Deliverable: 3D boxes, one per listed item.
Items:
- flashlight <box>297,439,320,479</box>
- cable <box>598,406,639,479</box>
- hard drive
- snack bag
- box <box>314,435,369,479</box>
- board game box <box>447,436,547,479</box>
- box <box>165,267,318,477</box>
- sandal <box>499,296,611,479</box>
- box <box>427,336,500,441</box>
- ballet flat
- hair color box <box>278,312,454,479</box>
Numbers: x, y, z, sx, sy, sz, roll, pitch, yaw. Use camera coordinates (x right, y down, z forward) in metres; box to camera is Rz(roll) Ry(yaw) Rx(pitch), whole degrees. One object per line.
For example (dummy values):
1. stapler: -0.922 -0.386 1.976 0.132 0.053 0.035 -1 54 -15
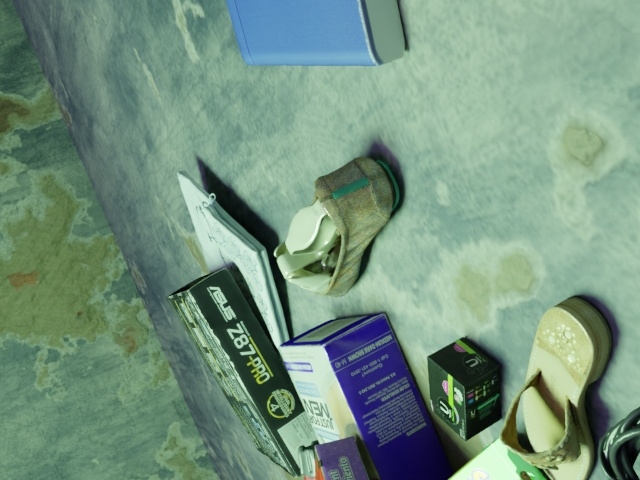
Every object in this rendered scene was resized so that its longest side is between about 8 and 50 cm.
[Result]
1. flashlight: 0.036 0.492 1.246 0.103 0.103 0.303 -16 83 34
2. cable: 0.292 0.205 0.555 0.184 0.047 0.150 33 146 50
3. hard drive: -0.034 -0.293 0.789 0.319 0.040 0.210 24 133 59
4. snack bag: -0.166 0.053 1.390 0.342 0.037 0.323 42 153 43
5. box: 0.044 0.420 0.946 0.200 0.057 0.293 -114 17 -47
6. board game box: 0.175 0.325 0.822 0.124 0.039 0.259 52 132 22
7. box: -0.153 0.252 1.450 0.394 0.097 0.318 60 159 -3
8. sandal: 0.195 0.157 0.667 0.088 0.079 0.239 44 149 44
9. box: 0.155 0.159 0.796 0.062 0.052 0.083 38 145 49
10. ballet flat: 0.000 0.000 0.916 0.107 0.106 0.316 58 157 19
11. hair color box: 0.076 0.278 1.023 0.338 0.110 0.185 65 157 -1
